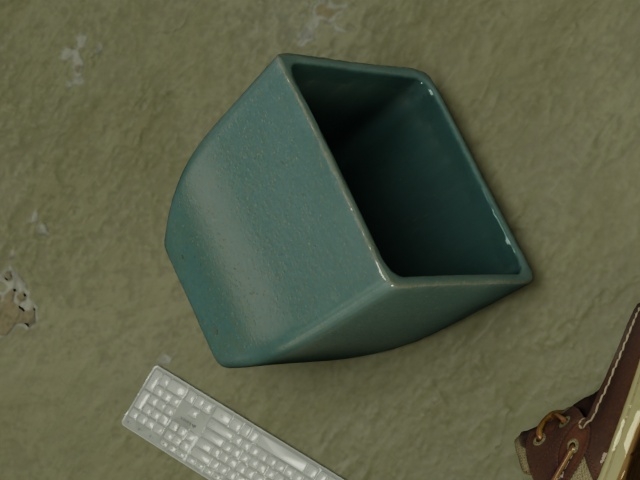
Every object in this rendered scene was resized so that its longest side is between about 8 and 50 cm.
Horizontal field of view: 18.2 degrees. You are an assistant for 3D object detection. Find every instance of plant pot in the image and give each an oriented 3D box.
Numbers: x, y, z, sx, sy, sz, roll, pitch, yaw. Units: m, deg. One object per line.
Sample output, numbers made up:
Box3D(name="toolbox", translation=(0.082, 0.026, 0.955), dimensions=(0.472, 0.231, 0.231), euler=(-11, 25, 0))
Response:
Box3D(name="plant pot", translation=(0.000, 0.000, 1.906), dimensions=(0.252, 0.248, 0.247), euler=(-38, 68, 31))

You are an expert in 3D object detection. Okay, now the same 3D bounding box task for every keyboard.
Box3D(name="keyboard", translation=(-0.087, 0.216, 2.018), dimensions=(0.256, 0.014, 0.072), euler=(29, 92, 23))

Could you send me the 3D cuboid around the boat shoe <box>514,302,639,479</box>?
Box3D(name="boat shoe", translation=(0.234, 0.204, 1.837), dimensions=(0.123, 0.123, 0.342), euler=(22, 96, 22))
